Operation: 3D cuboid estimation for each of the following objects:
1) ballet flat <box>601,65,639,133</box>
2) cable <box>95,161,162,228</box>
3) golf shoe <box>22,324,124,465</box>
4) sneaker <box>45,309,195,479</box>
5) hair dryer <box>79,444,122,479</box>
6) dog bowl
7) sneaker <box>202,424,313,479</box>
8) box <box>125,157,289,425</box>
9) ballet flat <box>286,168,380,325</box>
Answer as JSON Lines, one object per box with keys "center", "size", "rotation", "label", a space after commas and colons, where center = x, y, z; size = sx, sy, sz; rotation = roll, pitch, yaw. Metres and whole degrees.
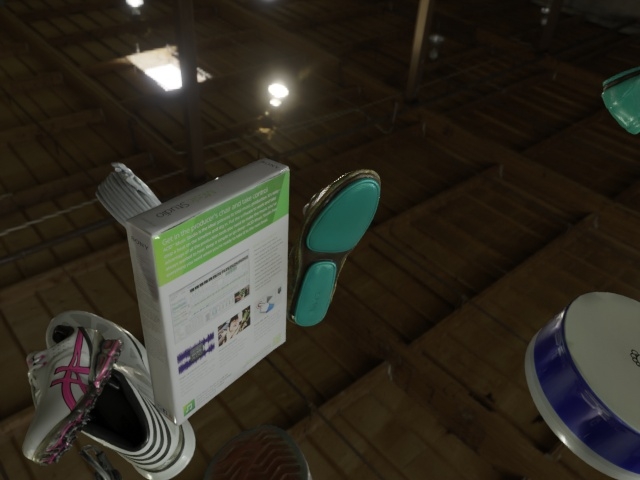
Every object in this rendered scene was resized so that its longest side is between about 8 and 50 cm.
{"center": [0.446, -0.184, 0.638], "size": [0.247, 0.087, 0.083], "rotation": [-22, 178, 6], "label": "ballet flat"}
{"center": [-0.388, -0.048, 1.285], "size": [0.089, 0.257, 0.257], "rotation": [-42, -84, -7], "label": "cable"}
{"center": [-0.273, 0.154, 0.591], "size": [0.086, 0.068, 0.186], "rotation": [26, -163, -13], "label": "golf shoe"}
{"center": [-0.420, 0.242, 1.085], "size": [0.169, 0.257, 0.447], "rotation": [-42, -119, -20], "label": "sneaker"}
{"center": [-0.220, 0.398, 0.746], "size": [0.080, 0.294, 0.224], "rotation": [-16, -128, -7], "label": "hair dryer"}
{"center": [0.449, 0.209, 0.844], "size": [0.264, 0.104, 0.265], "rotation": [12, -136, -12], "label": "dog bowl"}
{"center": [-0.026, 0.285, 0.461], "size": [0.108, 0.121, 0.302], "rotation": [-21, -153, -7], "label": "sneaker"}
{"center": [-0.138, 0.071, 0.787], "size": [0.058, 0.322, 0.232], "rotation": [27, -140, 29], "label": "box"}
{"center": [0.000, 0.000, 1.015], "size": [0.123, 0.349, 0.123], "rotation": [14, -146, -10], "label": "ballet flat"}
